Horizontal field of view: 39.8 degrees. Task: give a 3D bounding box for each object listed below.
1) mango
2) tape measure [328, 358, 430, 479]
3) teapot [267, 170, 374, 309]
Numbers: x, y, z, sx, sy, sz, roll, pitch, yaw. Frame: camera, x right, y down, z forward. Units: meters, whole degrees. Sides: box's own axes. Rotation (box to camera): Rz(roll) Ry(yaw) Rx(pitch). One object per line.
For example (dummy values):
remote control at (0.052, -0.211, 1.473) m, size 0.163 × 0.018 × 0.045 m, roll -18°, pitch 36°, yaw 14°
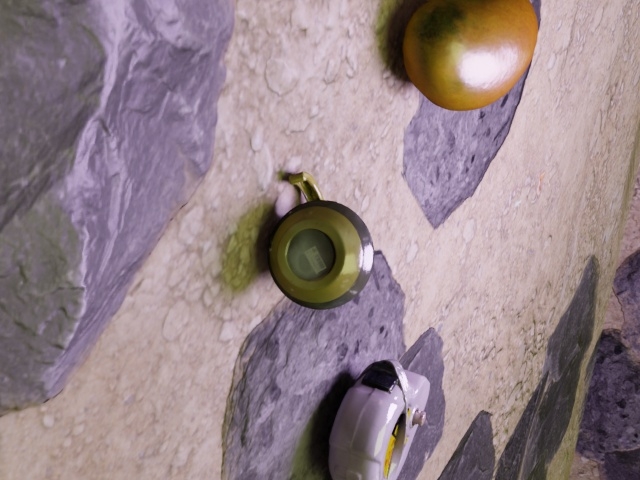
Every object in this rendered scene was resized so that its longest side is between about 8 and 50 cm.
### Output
mango at (0.206, -0.266, 1.230) m, size 0.254 × 0.139 × 0.176 m, roll -32°, pitch 121°, yaw -39°
tape measure at (0.084, 0.291, 1.355) m, size 0.236 × 0.120 × 0.197 m, roll -68°, pitch 157°, yaw -17°
teapot at (0.000, 0.000, 1.063) m, size 0.119 × 0.130 × 0.166 m, roll 3°, pitch 72°, yaw -75°
